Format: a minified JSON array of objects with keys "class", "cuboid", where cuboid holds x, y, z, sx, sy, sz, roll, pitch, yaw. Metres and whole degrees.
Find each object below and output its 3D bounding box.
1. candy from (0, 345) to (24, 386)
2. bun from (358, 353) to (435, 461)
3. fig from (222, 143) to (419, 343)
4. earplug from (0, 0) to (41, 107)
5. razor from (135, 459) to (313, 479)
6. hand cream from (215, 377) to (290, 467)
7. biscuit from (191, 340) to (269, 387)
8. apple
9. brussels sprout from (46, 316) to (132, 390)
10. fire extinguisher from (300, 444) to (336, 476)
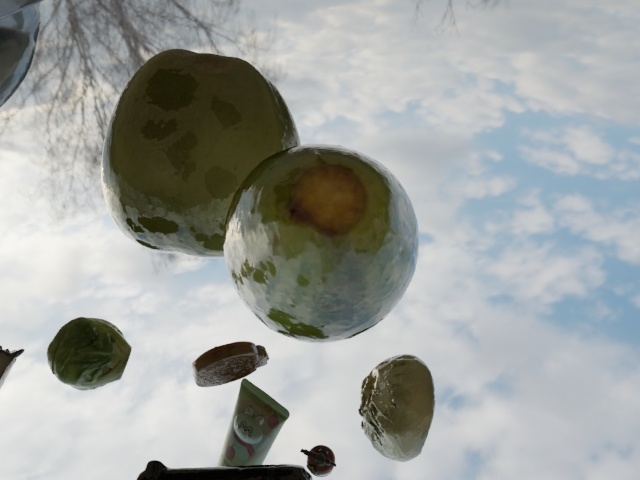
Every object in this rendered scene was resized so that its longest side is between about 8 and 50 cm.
[{"class":"candy","cuboid":[-0.777,0.307,1.222,0.184,0.137,0.195,22,-115,-16]},{"class":"bun","cuboid":[0.180,0.419,1.437,0.146,0.287,0.287,14,-150,-16]},{"class":"fig","cuboid":[0.000,0.000,0.699,0.257,0.258,0.326,-9,174,-5]},{"class":"earplug","cuboid":[-0.401,-0.251,0.609,0.175,0.325,0.214,12,-141,-47]},{"class":"razor","cuboid":[-0.179,0.512,1.032,0.348,0.114,0.205,0,-132,2]},{"class":"hand cream","cuboid":[-0.175,0.486,1.324,0.147,0.306,0.093,29,-163,27]},{"class":"biscuit","cuboid":[-0.188,0.248,1.170,0.170,0.170,0.050,-15,-117,-15]},{"class":"apple","cuboid":[-0.248,-0.178,1.245,0.473,0.474,0.474,-4,-146,2]},{"class":"brussels sprout","cuboid":[-0.651,0.316,1.583,0.223,0.223,0.161,-37,-174,-38]},{"class":"fire extinguisher","cuboid":[-0.003,0.370,0.947,0.062,0.177,0.050,22,-113,10]}]
